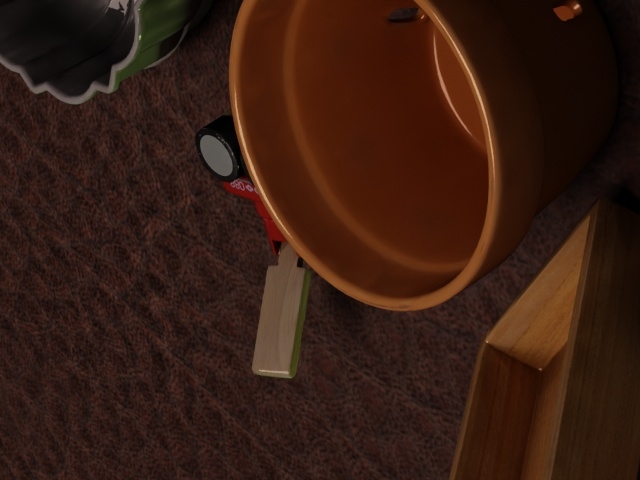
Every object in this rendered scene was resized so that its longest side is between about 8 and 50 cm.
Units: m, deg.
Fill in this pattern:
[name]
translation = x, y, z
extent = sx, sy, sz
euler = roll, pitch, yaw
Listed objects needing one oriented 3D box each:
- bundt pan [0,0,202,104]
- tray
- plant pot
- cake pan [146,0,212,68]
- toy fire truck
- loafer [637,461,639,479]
[bundt pan]
translation = -0.220, -0.299, 1.738
extent = 0.330, 0.124, 0.331
euler = 25, 127, 39
[tray]
translation = 0.165, 0.174, 1.413
extent = 0.076, 0.411, 0.203
euler = 27, 133, -7
[plant pot]
translation = 0.096, -0.113, 1.489
extent = 0.291, 0.203, 0.291
euler = 25, 127, 39
[cake pan]
translation = -0.198, -0.315, 1.848
extent = 0.293, 0.054, 0.293
euler = 27, 129, 39
[toy fire truck]
translation = 0.000, 0.000, 1.727
extent = 0.217, 0.158, 0.246
euler = 19, 135, 43
[loafer]
translation = 0.275, 0.202, 1.532
extent = 0.268, 0.102, 0.092
euler = 31, 136, 38
